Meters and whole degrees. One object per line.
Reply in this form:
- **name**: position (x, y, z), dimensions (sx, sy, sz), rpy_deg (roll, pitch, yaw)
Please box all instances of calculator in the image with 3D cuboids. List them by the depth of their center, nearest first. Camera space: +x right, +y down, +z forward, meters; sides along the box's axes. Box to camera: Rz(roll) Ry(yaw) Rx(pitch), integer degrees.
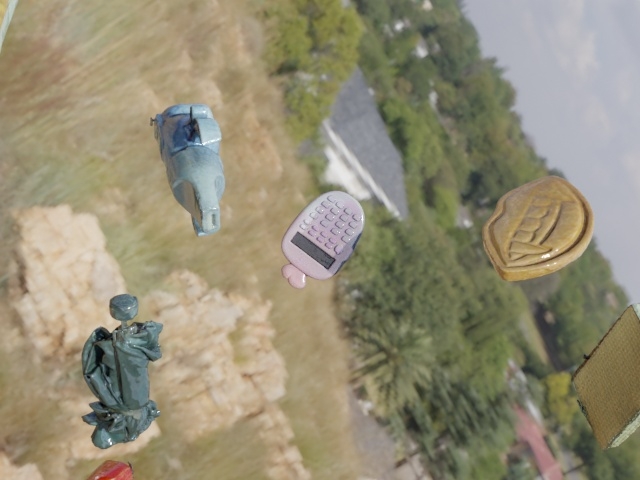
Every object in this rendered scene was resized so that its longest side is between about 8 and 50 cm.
- **calculator**: position (0.000, 0.000, 1.616), dimensions (0.103, 0.166, 0.024), rpy_deg (37, 5, 2)

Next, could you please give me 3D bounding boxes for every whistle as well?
- **whistle**: position (-0.175, -0.111, 1.475), dimensions (0.269, 0.093, 0.180), rpy_deg (-113, -156, -43)

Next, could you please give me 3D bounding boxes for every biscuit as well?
- **biscuit**: position (0.402, 0.182, 1.396), dimensions (0.199, 0.041, 0.121), rpy_deg (111, -34, -51)
- **biscuit**: position (0.298, -0.019, 1.435), dimensions (0.220, 0.142, 0.029), rpy_deg (-49, 145, -40)

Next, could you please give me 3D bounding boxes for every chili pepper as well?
- **chili pepper**: position (-0.425, 0.463, 1.955), dimensions (0.169, 0.088, 0.065), rpy_deg (-21, 96, -69)

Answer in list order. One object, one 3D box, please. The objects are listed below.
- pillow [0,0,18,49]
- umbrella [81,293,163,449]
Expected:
- **pillow**: position (-0.548, -0.269, 1.403), dimensions (0.119, 0.310, 0.312), rpy_deg (74, 12, -46)
- **umbrella**: position (-0.358, 0.231, 1.911), dimensions (0.094, 0.143, 0.348), rpy_deg (41, -41, 36)
